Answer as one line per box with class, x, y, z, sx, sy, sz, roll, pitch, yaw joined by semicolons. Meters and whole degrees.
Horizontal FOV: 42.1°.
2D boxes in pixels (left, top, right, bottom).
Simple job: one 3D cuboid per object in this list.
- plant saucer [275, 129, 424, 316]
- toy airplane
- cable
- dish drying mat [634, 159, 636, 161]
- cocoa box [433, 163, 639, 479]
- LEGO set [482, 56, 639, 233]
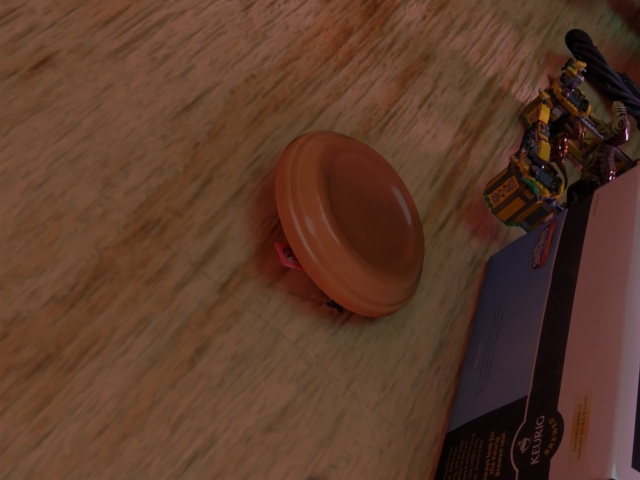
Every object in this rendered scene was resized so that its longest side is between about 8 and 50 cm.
plant saucer;0.040;-0.023;0.821;0.200;0.037;0.199;28;48;-35
toy airplane;0.000;0.000;0.815;0.151;0.028;0.151;27;49;-35
cable;0.407;-0.223;1.173;0.184;0.047;0.150;49;25;1
dish drying mat;0.460;-0.079;1.185;0.032;0.008;0.083;27;53;-17
cocoa box;0.283;0.152;0.787;0.231;0.228;0.347;34;50;-13
LEGO set;0.357;-0.102;0.976;0.255;0.192;0.331;46;40;2
